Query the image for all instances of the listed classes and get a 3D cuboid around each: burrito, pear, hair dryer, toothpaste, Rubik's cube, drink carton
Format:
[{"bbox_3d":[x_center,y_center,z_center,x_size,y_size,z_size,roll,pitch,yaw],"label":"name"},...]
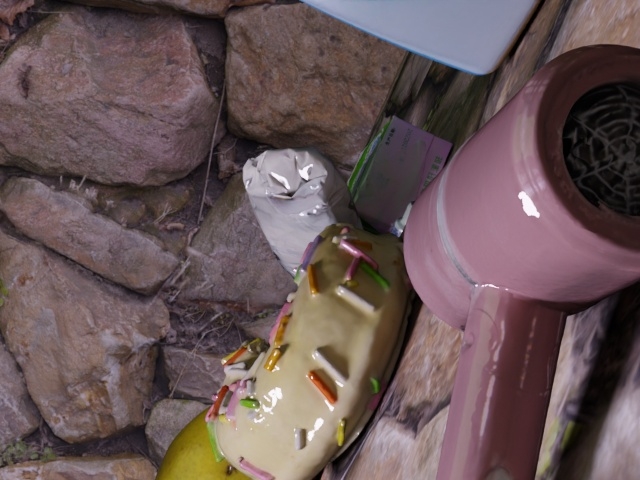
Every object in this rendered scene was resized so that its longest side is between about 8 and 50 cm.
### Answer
[{"bbox_3d":[0.000,0.000,1.552,0.445,0.139,0.101,62,-148,-62],"label":"burrito"},{"bbox_3d":[-0.204,0.443,2.045,0.340,0.191,0.386,159,134,-84],"label":"pear"},{"bbox_3d":[0.112,0.085,0.613,0.210,0.125,0.352,129,155,-71],"label":"hair dryer"},{"bbox_3d":[0.099,0.033,1.563,0.062,0.037,0.216,-72,3,-56],"label":"toothpaste"},{"bbox_3d":[0.158,-0.465,1.468,0.352,0.352,0.347,-67,3,-60],"label":"Rubik's cube"},{"bbox_3d":[0.098,-0.075,1.700,0.271,0.108,0.161,133,161,-80],"label":"drink carton"}]

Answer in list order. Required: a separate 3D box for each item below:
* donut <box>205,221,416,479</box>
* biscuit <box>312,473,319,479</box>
[{"bbox_3d":[-0.023,0.160,1.387,0.371,0.150,0.307,-54,14,37],"label":"donut"},{"bbox_3d":[-0.043,0.351,1.528,0.212,0.036,0.212,-64,4,8],"label":"biscuit"}]
